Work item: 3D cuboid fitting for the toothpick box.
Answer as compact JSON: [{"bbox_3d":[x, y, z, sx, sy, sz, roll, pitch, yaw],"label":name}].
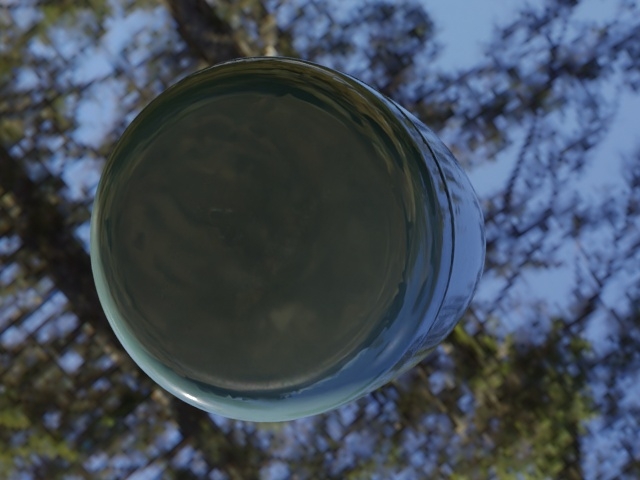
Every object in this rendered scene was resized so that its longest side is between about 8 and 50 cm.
[{"bbox_3d":[0.000,0.000,0.613,0.120,0.120,0.184,-31,173,12],"label":"toothpick box"}]
